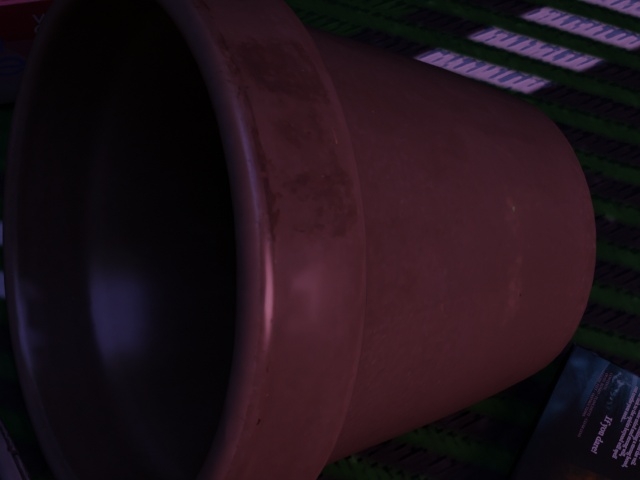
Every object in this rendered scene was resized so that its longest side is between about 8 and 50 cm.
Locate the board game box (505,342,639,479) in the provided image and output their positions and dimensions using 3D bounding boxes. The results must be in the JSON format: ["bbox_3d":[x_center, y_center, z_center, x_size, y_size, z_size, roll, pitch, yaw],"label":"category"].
[{"bbox_3d":[0.147,0.155,0.720,0.126,0.026,0.186,28,59,7],"label":"board game box"}]

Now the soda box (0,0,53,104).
[{"bbox_3d":[-0.208,-0.128,0.790,0.263,0.092,0.083,-10,60,-14],"label":"soda box"}]

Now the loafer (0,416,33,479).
[{"bbox_3d":[-0.135,0.183,0.619,0.084,0.096,0.267,-25,68,-16],"label":"loafer"}]

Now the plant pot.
[{"bbox_3d":[0.000,0.000,0.678,0.229,0.263,0.263,-3,59,-31],"label":"plant pot"}]
